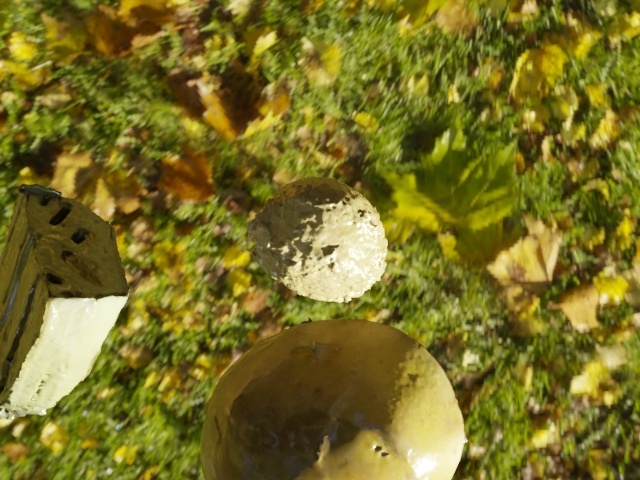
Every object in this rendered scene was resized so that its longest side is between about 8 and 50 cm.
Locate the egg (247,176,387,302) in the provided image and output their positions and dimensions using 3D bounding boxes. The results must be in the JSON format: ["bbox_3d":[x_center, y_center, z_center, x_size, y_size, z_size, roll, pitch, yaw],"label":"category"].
[{"bbox_3d":[0.000,0.000,1.092,0.118,0.116,0.140,-42,126,5],"label":"egg"}]

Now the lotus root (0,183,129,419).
[{"bbox_3d":[-0.179,0.051,0.787,0.070,0.143,0.144,10,126,-28],"label":"lotus root"}]

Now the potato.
[{"bbox_3d":[-0.012,0.202,1.172,0.299,0.116,0.239,-23,82,21],"label":"potato"}]
